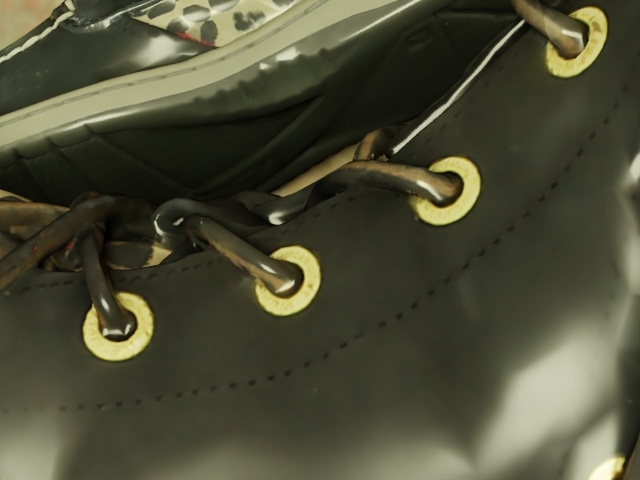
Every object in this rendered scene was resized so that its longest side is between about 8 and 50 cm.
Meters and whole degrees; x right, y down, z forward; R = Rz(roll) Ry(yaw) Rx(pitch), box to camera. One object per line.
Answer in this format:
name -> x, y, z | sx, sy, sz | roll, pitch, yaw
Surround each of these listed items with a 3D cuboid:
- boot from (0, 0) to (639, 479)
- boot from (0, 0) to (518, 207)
boot -> 0.000, 0.000, 0.357 | 0.284, 0.138, 0.377 | 4, 105, 7
boot -> -0.046, -0.106, 0.490 | 0.236, 0.085, 0.179 | -23, 67, 6
